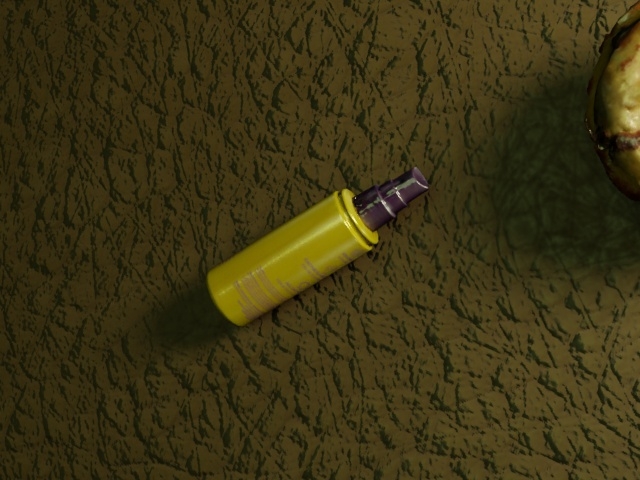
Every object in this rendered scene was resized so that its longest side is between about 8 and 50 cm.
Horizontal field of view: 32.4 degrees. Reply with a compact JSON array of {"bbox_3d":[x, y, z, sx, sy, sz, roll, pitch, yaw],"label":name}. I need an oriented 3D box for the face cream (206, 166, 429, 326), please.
[{"bbox_3d":[0.000,0.000,1.240,0.273,0.078,0.078,-32,68,16],"label":"face cream"}]

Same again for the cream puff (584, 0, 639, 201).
[{"bbox_3d":[0.373,-0.132,1.056,0.240,0.164,0.240,1,94,19],"label":"cream puff"}]
